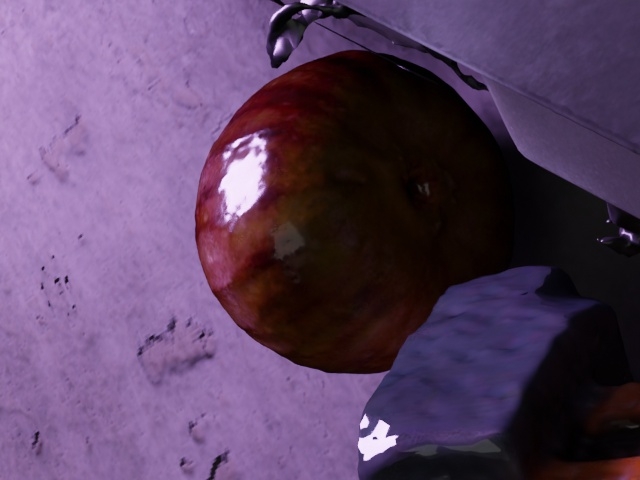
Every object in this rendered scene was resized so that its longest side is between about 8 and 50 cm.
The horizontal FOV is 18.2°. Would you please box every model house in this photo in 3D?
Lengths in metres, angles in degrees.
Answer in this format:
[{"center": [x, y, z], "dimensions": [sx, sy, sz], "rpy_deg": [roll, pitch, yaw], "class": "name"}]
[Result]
[{"center": [0.200, 0.130, 0.762], "dimensions": [0.300, 0.190, 0.271], "rpy_deg": [-13, 107, 31], "class": "model house"}]

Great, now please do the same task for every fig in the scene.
[{"center": [0.009, -0.019, 0.955], "dimensions": [0.149, 0.148, 0.202], "rpy_deg": [-40, 27, -1], "class": "fig"}]

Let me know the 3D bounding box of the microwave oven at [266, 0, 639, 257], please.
[{"center": [0.204, -0.149, 0.679], "dimensions": [0.432, 0.236, 0.374], "rpy_deg": [32, 102, 35], "class": "microwave oven"}]
